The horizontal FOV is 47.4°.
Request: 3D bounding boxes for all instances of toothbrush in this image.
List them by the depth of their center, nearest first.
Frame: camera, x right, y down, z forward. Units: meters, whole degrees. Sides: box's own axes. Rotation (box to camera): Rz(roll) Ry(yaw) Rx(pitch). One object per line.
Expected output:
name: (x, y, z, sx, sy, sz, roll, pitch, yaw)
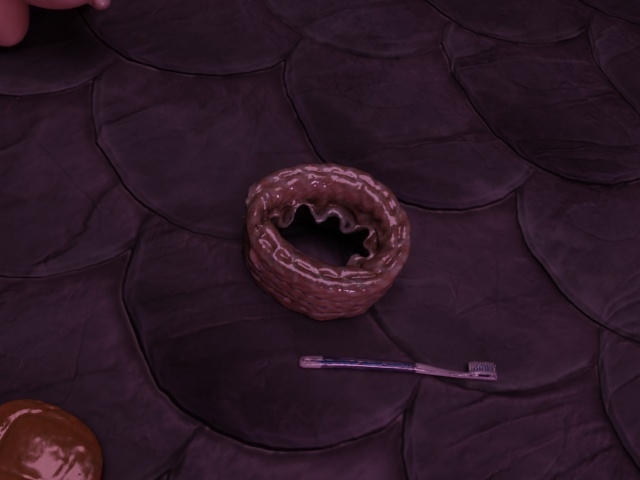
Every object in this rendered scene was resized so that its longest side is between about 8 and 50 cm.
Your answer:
toothbrush: (0.112, 0.175, 1.022, 0.287, 0.024, 0.026, 5, 61, -9)

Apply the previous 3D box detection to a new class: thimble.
thimble: (0.004, 0.005, 1.023, 0.229, 0.148, 0.196, 0, 65, -8)

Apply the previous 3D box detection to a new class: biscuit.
biscuit: (-0.389, 0.357, 0.812, 0.269, 0.051, 0.376, 21, 61, 2)

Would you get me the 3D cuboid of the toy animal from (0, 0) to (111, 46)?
toy animal: (-0.487, -0.397, 1.109, 0.247, 0.277, 0.345, -45, 65, 2)
